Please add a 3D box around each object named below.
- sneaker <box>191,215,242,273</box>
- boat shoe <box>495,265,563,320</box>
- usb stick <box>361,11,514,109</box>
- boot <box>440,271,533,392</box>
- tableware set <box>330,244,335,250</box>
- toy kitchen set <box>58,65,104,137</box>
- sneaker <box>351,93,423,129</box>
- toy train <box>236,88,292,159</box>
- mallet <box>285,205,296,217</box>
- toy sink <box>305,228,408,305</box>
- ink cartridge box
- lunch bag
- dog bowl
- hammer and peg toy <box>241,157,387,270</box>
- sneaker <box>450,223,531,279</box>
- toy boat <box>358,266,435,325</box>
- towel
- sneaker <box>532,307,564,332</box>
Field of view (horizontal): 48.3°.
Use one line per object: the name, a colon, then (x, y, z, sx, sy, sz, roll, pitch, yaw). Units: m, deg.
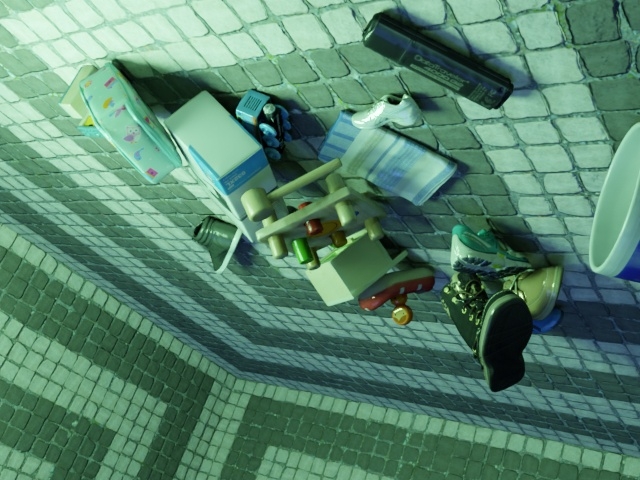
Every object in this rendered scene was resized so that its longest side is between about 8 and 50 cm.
sneaker: (-0.348, 0.009, 2.331, 0.147, 0.104, 0.296, 26, 150, -5)
boat shoe: (0.525, 0.143, 1.845, 0.110, 0.122, 0.341, 19, 158, 3)
usb stick: (0.203, -0.310, 1.244, 0.278, 0.045, 0.077, 25, 149, -8)
boot: (0.420, 0.189, 1.849, 0.138, 0.284, 0.377, -23, 138, -3)
tableware set: (0.000, 0.000, 2.105, 0.154, 0.024, 0.104, 32, 155, -25)
toy kitchen set: (-0.591, -0.321, 1.790, 0.166, 0.122, 0.207, 8, 153, 29)
sneaker: (0.126, -0.260, 1.418, 0.152, 0.054, 0.061, -3, 138, 33)
toy train: (-0.126, -0.255, 1.604, 0.105, 0.080, 0.184, 26, 160, 13)
mallet: (-0.156, -0.097, 2.026, 0.189, 0.062, 0.039, 28, 159, 23)
toy sink: (0.100, 0.057, 1.976, 0.131, 0.234, 0.153, 57, 151, -5)
ink cartridge box: (-0.214, -0.166, 1.682, 0.223, 0.129, 0.307, 45, 168, 25)
lunch bag: (-0.433, -0.270, 1.647, 0.279, 0.108, 0.224, 54, -178, 41)
dog bowl: (0.550, -0.060, 1.211, 0.104, 0.265, 0.265, 15, 156, 9)
hammer and peg toy: (-0.008, -0.049, 1.658, 0.266, 0.127, 0.361, -26, 160, 17)
sneaker: (0.414, 0.028, 1.720, 0.275, 0.110, 0.107, 17, 150, -41)
toy boat: (0.219, 0.166, 2.019, 0.231, 0.151, 0.151, -9, 171, -29)
towel: (0.142, -0.177, 1.593, 0.285, 0.034, 0.209, 25, 156, -7)
sneaker: (0.584, 0.215, 2.019, 0.082, 0.069, 0.209, 37, 153, -23)
